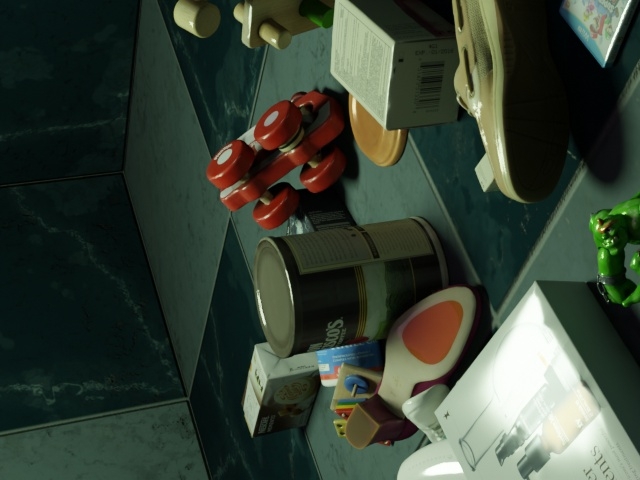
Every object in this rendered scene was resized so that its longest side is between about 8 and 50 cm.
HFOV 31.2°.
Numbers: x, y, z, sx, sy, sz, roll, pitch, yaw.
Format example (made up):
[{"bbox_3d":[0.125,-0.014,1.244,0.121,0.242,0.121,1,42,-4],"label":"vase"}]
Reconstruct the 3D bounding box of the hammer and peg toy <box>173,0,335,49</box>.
[{"bbox_3d":[-0.059,-0.453,1.902,0.127,0.361,0.266,39,137,33],"label":"hammer and peg toy"}]

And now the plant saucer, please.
[{"bbox_3d":[0.096,-0.228,2.017,0.200,0.037,0.200,172,90,-69],"label":"plant saucer"}]

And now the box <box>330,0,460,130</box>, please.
[{"bbox_3d":[0.118,-0.290,1.800,0.232,0.126,0.149,-125,33,-52],"label":"box"}]

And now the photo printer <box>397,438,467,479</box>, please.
[{"bbox_3d":[0.239,0.443,1.701,0.256,0.107,0.308,-20,78,48],"label":"photo printer"}]

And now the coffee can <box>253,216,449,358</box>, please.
[{"bbox_3d":[0.049,0.075,1.915,0.201,0.275,0.202,171,90,-70],"label":"coffee can"}]

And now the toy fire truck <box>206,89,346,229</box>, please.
[{"bbox_3d":[-0.084,-0.189,2.249,0.302,0.169,0.254,-37,30,21],"label":"toy fire truck"}]

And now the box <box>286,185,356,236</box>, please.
[{"bbox_3d":[0.000,0.000,2.287,0.158,0.093,0.156,-118,28,-45],"label":"box"}]

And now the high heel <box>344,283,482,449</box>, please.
[{"bbox_3d":[0.184,0.197,1.907,0.127,0.181,0.377,52,127,21],"label":"high heel"}]

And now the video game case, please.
[{"bbox_3d":[0.339,-0.306,1.356,0.166,0.015,0.119,102,151,-45],"label":"video game case"}]

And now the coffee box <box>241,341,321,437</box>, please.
[{"bbox_3d":[-0.089,0.330,2.587,0.246,0.141,0.098,107,148,-48],"label":"coffee box"}]

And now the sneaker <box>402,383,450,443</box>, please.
[{"bbox_3d":[0.195,0.296,1.832,0.094,0.080,0.212,63,-173,27],"label":"sneaker"}]

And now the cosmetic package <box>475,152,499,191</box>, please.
[{"bbox_3d":[0.263,-0.114,1.573,0.115,0.060,0.041,116,140,-60],"label":"cosmetic package"}]

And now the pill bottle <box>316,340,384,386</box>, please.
[{"bbox_3d":[0.044,0.160,2.181,0.124,0.124,0.222,160,100,-70],"label":"pill bottle"}]

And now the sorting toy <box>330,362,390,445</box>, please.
[{"bbox_3d":[0.087,0.304,2.107,0.046,0.132,0.275,-70,-5,-45],"label":"sorting toy"}]

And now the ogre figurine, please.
[{"bbox_3d":[0.369,0.006,1.296,0.118,0.096,0.197,63,174,1],"label":"ogre figurine"}]

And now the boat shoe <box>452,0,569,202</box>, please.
[{"bbox_3d":[0.239,-0.207,1.493,0.110,0.121,0.341,-20,69,52],"label":"boat shoe"}]

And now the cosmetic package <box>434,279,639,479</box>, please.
[{"bbox_3d":[0.314,0.282,1.445,0.284,0.097,0.377,-62,39,38],"label":"cosmetic package"}]

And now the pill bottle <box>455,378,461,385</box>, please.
[{"bbox_3d":[0.240,0.276,1.781,0.065,0.065,0.116,-138,43,-60],"label":"pill bottle"}]
